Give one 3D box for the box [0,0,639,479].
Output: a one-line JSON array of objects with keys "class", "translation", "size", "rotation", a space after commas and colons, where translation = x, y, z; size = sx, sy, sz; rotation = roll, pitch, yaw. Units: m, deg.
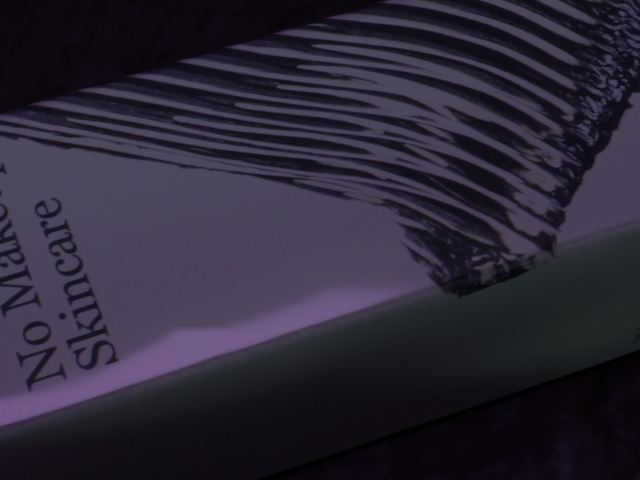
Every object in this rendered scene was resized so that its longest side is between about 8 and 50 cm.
[{"class": "box", "translation": [0.000, 0.000, 0.611], "size": [0.275, 0.094, 0.113], "rotation": [-19, 62, -14]}]
